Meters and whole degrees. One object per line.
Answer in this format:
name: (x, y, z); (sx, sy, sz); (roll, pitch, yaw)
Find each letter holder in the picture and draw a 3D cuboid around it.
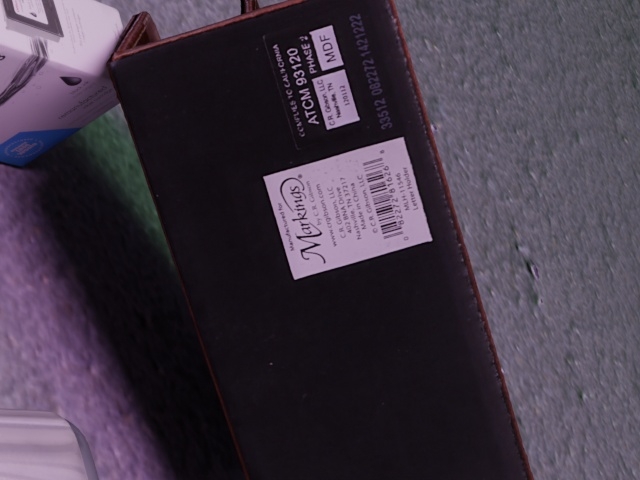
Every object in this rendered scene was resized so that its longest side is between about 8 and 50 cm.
letter holder: (0.000, 0.000, 1.038); (0.214, 0.152, 0.302); (-102, 175, -76)

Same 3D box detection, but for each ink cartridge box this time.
ink cartridge box: (-0.203, -0.104, 0.993); (0.180, 0.104, 0.060); (15, 53, -52)

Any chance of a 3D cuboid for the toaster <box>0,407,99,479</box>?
toaster: (-0.173, 0.172, 0.760); (0.146, 0.129, 0.227); (17, 51, -46)
